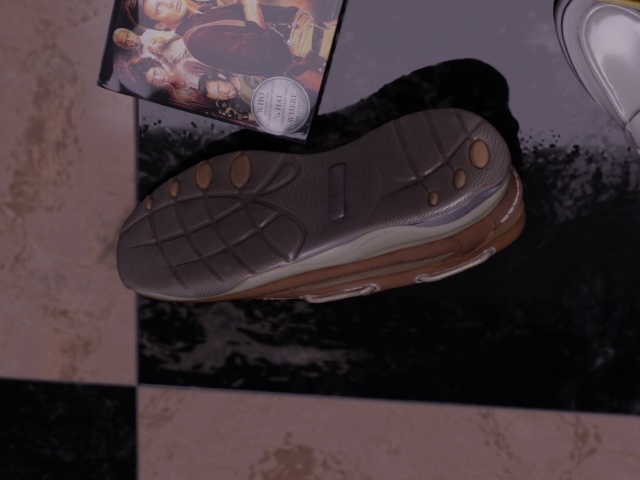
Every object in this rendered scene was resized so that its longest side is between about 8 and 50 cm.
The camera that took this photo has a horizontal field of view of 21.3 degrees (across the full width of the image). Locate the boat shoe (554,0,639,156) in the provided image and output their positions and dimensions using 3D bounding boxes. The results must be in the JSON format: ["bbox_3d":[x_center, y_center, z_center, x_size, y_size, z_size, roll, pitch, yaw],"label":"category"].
[{"bbox_3d":[0.269,-0.079,1.221,0.096,0.088,0.267,-36,101,15],"label":"boat shoe"}]

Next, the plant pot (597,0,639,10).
[{"bbox_3d":[0.295,-0.252,1.101,0.212,0.187,0.212,15,108,13],"label":"plant pot"}]

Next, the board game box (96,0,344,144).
[{"bbox_3d":[-0.057,-0.208,1.238,0.165,0.042,0.243,15,108,1],"label":"board game box"}]

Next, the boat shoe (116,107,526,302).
[{"bbox_3d":[0.000,0.000,1.256,0.324,0.123,0.116,-10,146,26],"label":"boat shoe"}]
